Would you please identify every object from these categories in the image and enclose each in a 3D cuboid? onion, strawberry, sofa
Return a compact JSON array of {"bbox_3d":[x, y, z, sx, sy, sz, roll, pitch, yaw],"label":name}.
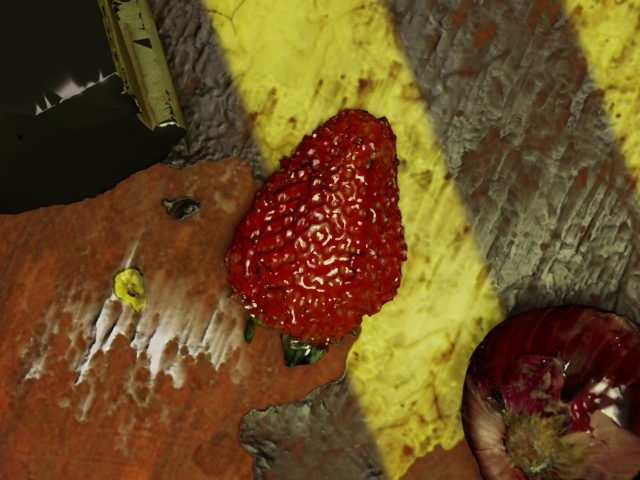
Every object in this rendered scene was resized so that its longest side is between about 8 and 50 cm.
[{"bbox_3d":[0.266,0.172,1.511,0.252,0.219,0.252,23,124,38],"label":"onion"},{"bbox_3d":[0.000,0.000,1.560,0.188,0.106,0.286,17,94,1],"label":"strawberry"},{"bbox_3d":[-0.287,-0.157,1.565,0.258,0.182,0.200,-20,74,5],"label":"sofa"}]
